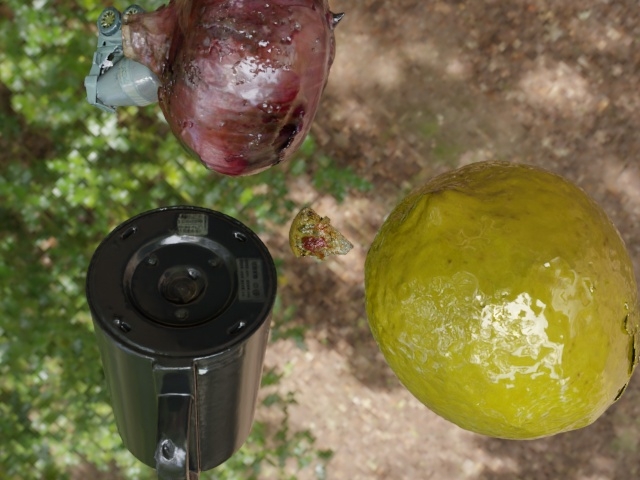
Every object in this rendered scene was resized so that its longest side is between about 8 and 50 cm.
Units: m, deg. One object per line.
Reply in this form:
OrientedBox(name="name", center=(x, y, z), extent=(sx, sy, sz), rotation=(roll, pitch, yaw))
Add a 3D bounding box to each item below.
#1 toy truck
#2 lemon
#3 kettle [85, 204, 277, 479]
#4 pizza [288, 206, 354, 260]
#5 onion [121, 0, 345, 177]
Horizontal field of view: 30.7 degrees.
OrientedBox(name="toy truck", center=(-0.231, -0.260, 1.693), extent=(0.257, 0.140, 0.108), rotation=(2, 169, 32))
OrientedBox(name="lemon", center=(0.174, 0.062, 1.093), extent=(0.254, 0.253, 0.310), rotation=(14, 155, 48))
OrientedBox(name="kettle", center=(-0.144, 0.153, 1.344), extent=(0.262, 0.203, 0.308), rotation=(55, 156, 30))
OrientedBox(name="pizza", center=(-0.001, 0.000, 1.357), extent=(0.078, 0.025, 0.083), rotation=(17, 137, 8))
OrientedBox(name="onion", center=(-0.095, -0.195, 1.194), extent=(0.219, 0.252, 0.252), rotation=(10, 156, -4))
